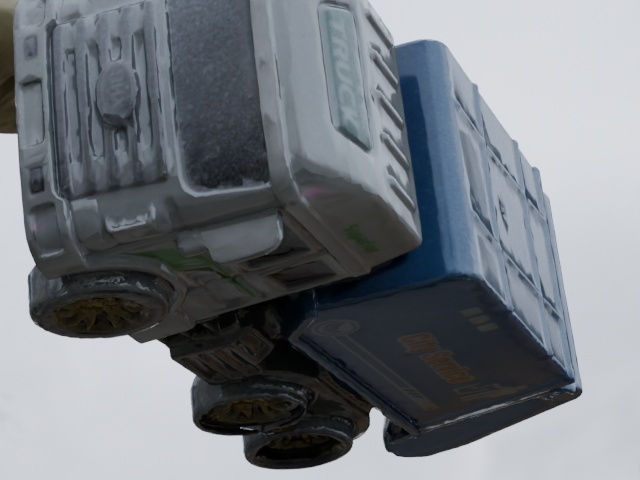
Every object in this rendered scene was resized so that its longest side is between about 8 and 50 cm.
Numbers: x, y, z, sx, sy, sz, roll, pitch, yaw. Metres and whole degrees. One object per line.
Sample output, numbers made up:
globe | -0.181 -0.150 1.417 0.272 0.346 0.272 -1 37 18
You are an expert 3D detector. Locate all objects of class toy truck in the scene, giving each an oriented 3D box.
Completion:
toy truck | 0.000 0.000 0.848 0.175 0.146 0.367 -16 -24 17

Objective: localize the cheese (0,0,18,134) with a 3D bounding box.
cheese | -0.193 -0.168 1.238 0.235 0.218 0.117 19 -42 7
